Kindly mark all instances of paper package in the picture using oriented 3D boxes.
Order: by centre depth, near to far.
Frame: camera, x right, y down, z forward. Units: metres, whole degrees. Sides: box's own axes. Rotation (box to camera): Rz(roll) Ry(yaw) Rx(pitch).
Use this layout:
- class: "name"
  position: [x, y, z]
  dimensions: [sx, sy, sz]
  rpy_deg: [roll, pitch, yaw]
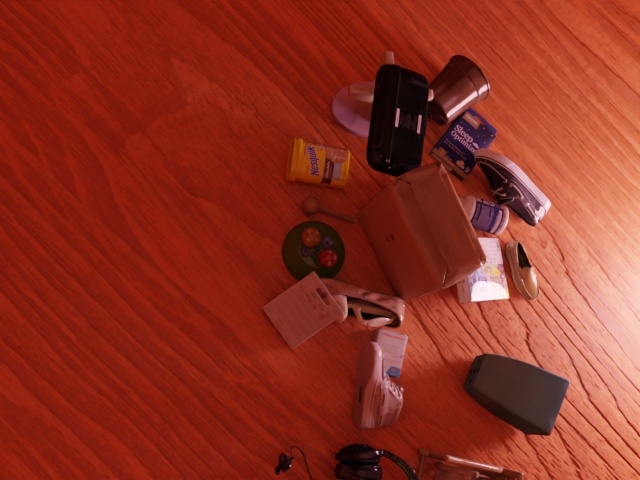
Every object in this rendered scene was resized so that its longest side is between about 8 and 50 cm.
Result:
- class: "paper package"
  position: [0.267, -0.012, 1.783]
  dimensions: [0.168, 0.325, 0.310]
  rpy_deg: [-23, 85, -16]

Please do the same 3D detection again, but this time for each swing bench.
- class: "swing bench"
  position: [0.385, 0.719, 1.756]
  dimensions: [0.254, 0.165, 0.253]
  rpy_deg: [18, 75, -15]

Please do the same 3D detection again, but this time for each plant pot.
- class: "plant pot"
  position: [0.541, 0.421, 1.854]
  dimensions: [0.234, 0.165, 0.166]
  rpy_deg: [28, 74, 2]
- class: "plant pot"
  position: [0.400, -0.449, 1.997]
  dimensions: [0.165, 0.167, 0.167]
  rpy_deg: [-42, 91, -10]

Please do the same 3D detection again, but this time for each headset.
- class: "headset"
  position: [0.076, 0.636, 1.680]
  dimensions: [0.394, 0.185, 0.244]
  rpy_deg: [21, 74, 6]

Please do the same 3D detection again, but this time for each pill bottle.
- class: "pill bottle"
  position: [0.470, -0.082, 1.967]
  dimensions: [0.169, 0.094, 0.094]
  rpy_deg: [16, 76, -10]

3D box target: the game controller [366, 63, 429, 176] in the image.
- class: "game controller"
  position: [0.220, -0.333, 1.818]
  dimensions: [0.166, 0.067, 0.319]
  rpy_deg: [15, 76, -27]

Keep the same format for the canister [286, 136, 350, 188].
- class: "canister"
  position: [-0.006, -0.221, 1.892]
  dimensions: [0.169, 0.073, 0.126]
  rpy_deg: [9, 77, -13]

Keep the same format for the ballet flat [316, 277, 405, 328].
- class: "ballet flat"
  position: [0.091, 0.180, 1.807]
  dimensions: [0.315, 0.108, 0.106]
  rpy_deg: [11, 45, -11]

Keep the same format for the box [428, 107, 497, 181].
- class: "box"
  position: [0.455, -0.312, 2.042]
  dimensions: [0.136, 0.036, 0.225]
  rpy_deg: [39, 72, -4]

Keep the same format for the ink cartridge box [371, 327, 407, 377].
- class: "ink cartridge box"
  position: [0.186, 0.316, 1.841]
  dimensions: [0.088, 0.052, 0.123]
  rpy_deg: [17, 77, -10]

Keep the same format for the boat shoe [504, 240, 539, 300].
- class: "boat shoe"
  position: [0.618, 0.092, 1.980]
  dimensions: [0.068, 0.072, 0.190]
  rpy_deg: [-23, 85, -17]

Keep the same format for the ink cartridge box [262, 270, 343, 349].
- class: "ink cartridge box"
  position: [-0.047, 0.188, 1.779]
  dimensions: [0.179, 0.045, 0.145]
  rpy_deg: [-36, 89, 6]

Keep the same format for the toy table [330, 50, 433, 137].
- class: "toy table"
  position: [0.182, -0.408, 1.930]
  dimensions: [0.274, 0.161, 0.252]
  rpy_deg: [-13, 82, -17]

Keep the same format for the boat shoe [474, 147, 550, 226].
- class: "boat shoe"
  position: [0.572, -0.158, 2.000]
  dimensions: [0.301, 0.108, 0.102]
  rpy_deg: [40, 77, -17]

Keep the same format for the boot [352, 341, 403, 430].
- class: "boot"
  position: [0.165, 0.392, 1.773]
  dimensions: [0.123, 0.095, 0.258]
  rpy_deg: [1, 110, -21]

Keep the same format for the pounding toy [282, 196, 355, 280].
- class: "pounding toy"
  position: [0.000, 0.000, 1.829]
  dimensions: [0.182, 0.110, 0.237]
  rpy_deg: [22, 75, -9]

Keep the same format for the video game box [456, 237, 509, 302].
- class: "video game box"
  position: [0.467, 0.086, 1.914]
  dimensions: [0.205, 0.048, 0.187]
  rpy_deg: [2, 74, -43]
